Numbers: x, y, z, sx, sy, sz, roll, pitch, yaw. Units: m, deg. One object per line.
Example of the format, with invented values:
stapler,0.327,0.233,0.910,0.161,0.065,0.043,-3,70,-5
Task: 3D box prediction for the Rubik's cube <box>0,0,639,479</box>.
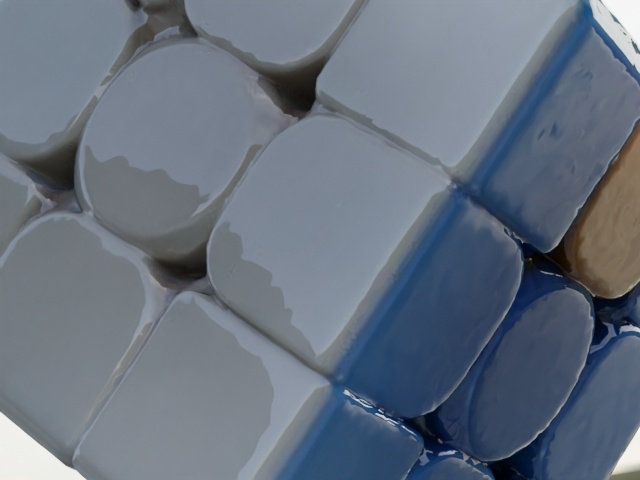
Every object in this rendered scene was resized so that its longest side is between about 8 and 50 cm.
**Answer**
Rubik's cube,0.000,0.000,0.968,0.291,0.291,0.290,30,-2,34
